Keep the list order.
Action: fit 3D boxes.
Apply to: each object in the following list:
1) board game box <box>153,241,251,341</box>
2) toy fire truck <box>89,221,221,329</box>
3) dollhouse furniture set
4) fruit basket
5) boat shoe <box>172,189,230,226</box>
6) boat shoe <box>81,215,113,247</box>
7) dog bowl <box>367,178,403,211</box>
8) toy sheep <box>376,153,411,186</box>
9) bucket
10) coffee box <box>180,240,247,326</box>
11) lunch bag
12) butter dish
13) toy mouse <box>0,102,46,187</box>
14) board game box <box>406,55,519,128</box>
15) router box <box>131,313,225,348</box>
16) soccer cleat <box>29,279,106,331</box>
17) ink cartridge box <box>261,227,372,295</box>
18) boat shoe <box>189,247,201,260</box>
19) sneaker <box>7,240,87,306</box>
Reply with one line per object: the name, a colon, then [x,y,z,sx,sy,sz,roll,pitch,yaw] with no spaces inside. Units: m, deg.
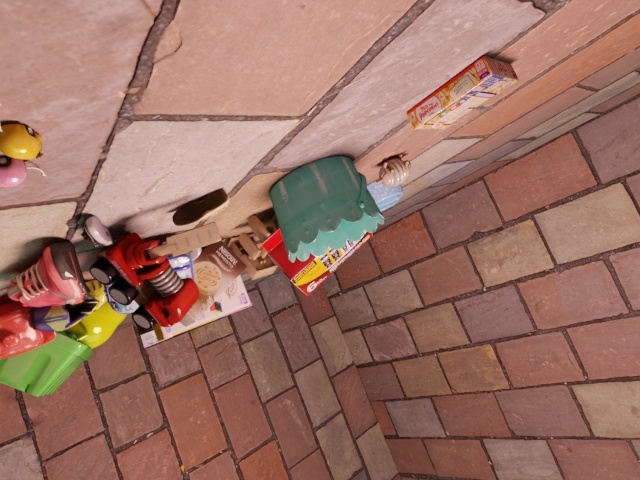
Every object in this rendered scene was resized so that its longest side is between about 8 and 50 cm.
board game box: [-0.407,0.156,1.340,0.316,0.243,0.064,-15,171,-42]
toy fire truck: [-0.328,0.067,0.901,0.246,0.217,0.159,-11,-148,31]
dollhouse furniture set: [-0.186,-0.016,1.356,0.212,0.161,0.242,-14,147,-50]
fruit basket: [-0.798,0.277,1.271,0.392,0.282,0.392,-54,-164,23]
boat shoe: [-0.262,-0.066,0.918,0.135,0.050,0.045,-23,167,2]
boat shoe: [-0.439,-0.010,0.801,0.040,0.049,0.142,-20,174,-18]
dog bowl: [0.232,-0.169,1.588,0.165,0.074,0.297,-22,172,-2]
toy sheep: [0.220,-0.206,1.242,0.132,0.091,0.091,-26,174,-18]
bucket: [0.011,-0.079,1.072,0.280,0.183,0.281,-21,169,-4]
coffee box: [-0.366,0.124,1.268,0.098,0.141,0.247,-31,-164,50]
lunch bag: [-0.441,0.091,1.061,0.218,0.090,0.176,-9,133,-25]
butter dish: [-0.757,0.225,1.009,0.159,0.160,0.118,-19,-156,-30]
toy mouse: [-0.387,-0.085,0.466,0.142,0.031,0.161,-21,173,-11]
board game box: [0.306,-0.310,0.890,0.146,0.045,0.193,-16,170,-46]
router box: [-0.508,0.215,1.463,0.308,0.243,0.081,-18,136,-27]
soccer cleat: [-0.637,0.173,1.113,0.120,0.094,0.289,-7,-171,5]
ink cartridge box: [0.000,0.000,1.300,0.309,0.130,0.272,-43,156,-4]
boat shoe: [-0.438,0.060,1.171,0.226,0.083,0.076,-22,-159,1]
sneaker: [-0.582,0.096,0.871,0.136,0.116,0.313,-16,170,-34]
